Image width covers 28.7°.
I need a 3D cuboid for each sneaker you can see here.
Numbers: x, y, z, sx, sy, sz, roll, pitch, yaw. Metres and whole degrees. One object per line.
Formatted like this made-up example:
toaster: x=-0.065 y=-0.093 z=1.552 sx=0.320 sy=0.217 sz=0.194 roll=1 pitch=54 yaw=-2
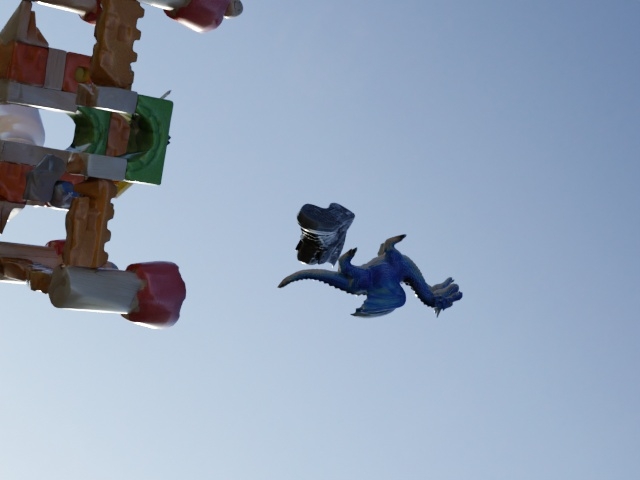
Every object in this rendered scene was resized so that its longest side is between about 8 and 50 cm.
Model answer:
sneaker: x=-0.002 y=-0.001 z=1.626 sx=0.051 sy=0.170 sz=0.089 roll=36 pitch=-74 yaw=15

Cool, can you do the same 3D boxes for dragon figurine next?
dragon figurine: x=0.087 y=0.079 z=2.005 sx=0.085 sy=0.289 sz=0.144 roll=144 pitch=-70 yaw=-76

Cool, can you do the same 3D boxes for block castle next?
block castle: x=-0.268 y=-0.131 z=1.601 sx=0.303 sy=0.213 sz=0.453 roll=11 pitch=-87 yaw=49

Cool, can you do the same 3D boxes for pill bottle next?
pill bottle: x=-0.488 y=-0.176 z=1.893 sx=0.131 sy=0.131 sz=0.229 roll=109 pitch=-35 yaw=-51

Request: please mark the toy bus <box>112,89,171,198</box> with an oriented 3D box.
toy bus: x=-0.353 y=-0.171 z=2.421 sx=0.104 sy=0.191 sz=0.202 roll=49 pitch=-35 yaw=-11
